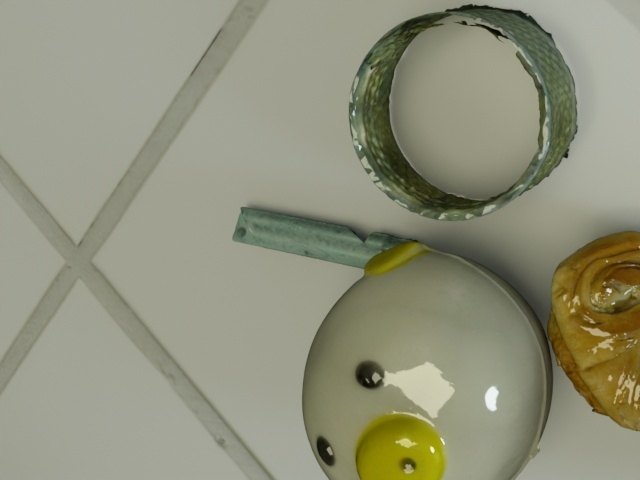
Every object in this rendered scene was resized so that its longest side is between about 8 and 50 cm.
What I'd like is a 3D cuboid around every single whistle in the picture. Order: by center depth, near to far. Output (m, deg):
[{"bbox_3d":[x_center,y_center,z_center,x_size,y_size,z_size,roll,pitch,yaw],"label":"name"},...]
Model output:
[{"bbox_3d":[0.000,0.000,1.206,0.312,0.062,0.062,11,110,27],"label":"whistle"}]

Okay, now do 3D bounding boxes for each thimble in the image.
[{"bbox_3d":[0.179,-0.166,1.001,0.271,0.150,0.270,9,109,27],"label":"thimble"}]

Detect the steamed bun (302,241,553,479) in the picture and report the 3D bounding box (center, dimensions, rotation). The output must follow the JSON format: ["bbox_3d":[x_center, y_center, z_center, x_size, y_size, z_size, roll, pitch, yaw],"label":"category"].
[{"bbox_3d":[0.134,0.195,1.041,0.334,0.334,0.374,35,121,16],"label":"steamed bun"}]

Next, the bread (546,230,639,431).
[{"bbox_3d":[0.382,0.107,0.944,0.236,0.198,0.120,64,158,8],"label":"bread"}]
